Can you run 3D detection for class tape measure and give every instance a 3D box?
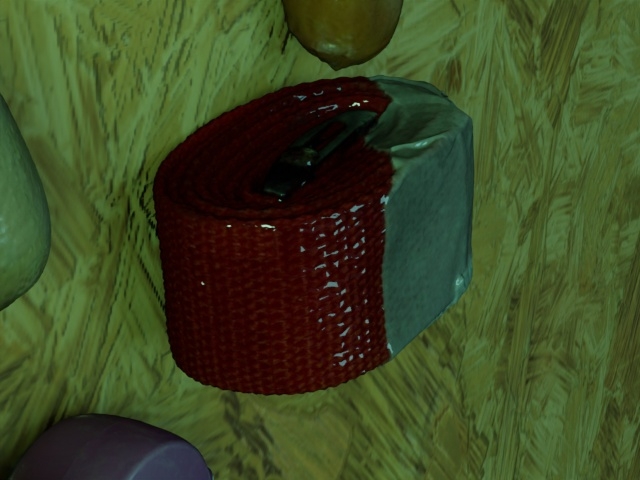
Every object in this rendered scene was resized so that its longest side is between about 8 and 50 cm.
[{"bbox_3d":[-0.096,0.143,0.708,0.125,0.074,0.118,32,71,-64],"label":"tape measure"}]

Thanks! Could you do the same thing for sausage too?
[{"bbox_3d":[0.013,-0.185,0.791,0.076,0.076,0.197,-35,132,-54],"label":"sausage"}]

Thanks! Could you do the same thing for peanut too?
[{"bbox_3d":[-0.143,-0.031,0.543,0.076,0.076,0.152,-51,139,-43],"label":"peanut"}]

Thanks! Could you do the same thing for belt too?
[{"bbox_3d":[0.000,0.000,0.779,0.201,0.128,0.124,-38,134,-48],"label":"belt"}]
